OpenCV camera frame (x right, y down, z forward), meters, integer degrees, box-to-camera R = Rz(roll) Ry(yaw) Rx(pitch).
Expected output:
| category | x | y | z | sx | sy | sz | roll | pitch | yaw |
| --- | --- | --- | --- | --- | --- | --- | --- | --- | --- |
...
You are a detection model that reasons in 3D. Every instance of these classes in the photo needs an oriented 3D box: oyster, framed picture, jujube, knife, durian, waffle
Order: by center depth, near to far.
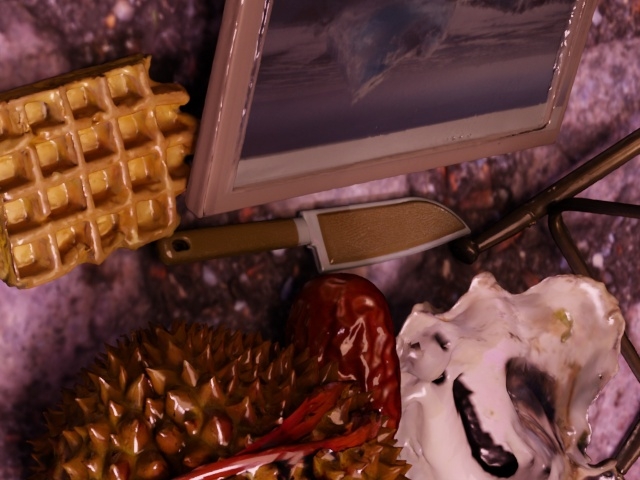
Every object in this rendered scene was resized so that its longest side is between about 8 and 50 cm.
| category | x | y | z | sx | sy | sz | roll | pitch | yaw |
| --- | --- | --- | --- | --- | --- | --- | --- | --- | --- |
| durian | -0.082 | 0.245 | 1.510 | 0.348 | 0.348 | 0.384 | -35 | 121 | -24 |
| waffle | -0.185 | -0.064 | 1.548 | 0.211 | 0.055 | 0.160 | -19 | 108 | -31 |
| framed picture | 0.090 | -0.199 | 1.621 | 0.446 | 0.028 | 0.326 | -14 | 129 | -38 |
| jujube | 0.020 | 0.117 | 1.682 | 0.109 | 0.112 | 0.176 | -19 | 109 | -72 |
| knife | 0.000 | 0.001 | 1.699 | 0.343 | 0.027 | 0.061 | -9 | 77 | -34 |
| oyster | 0.179 | 0.169 | 1.755 | 0.351 | 0.238 | 0.114 | 74 | 33 | -41 |

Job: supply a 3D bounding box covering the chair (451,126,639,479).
| category | x | y | z | sx | sy | sz | roll | pitch | yaw |
| --- | --- | --- | --- | --- | --- | --- | --- | --- | --- |
| chair | 0.447 | 0.013 | 1.824 | 0.410 | 0.365 | 0.362 | -48 | 121 | -23 |
